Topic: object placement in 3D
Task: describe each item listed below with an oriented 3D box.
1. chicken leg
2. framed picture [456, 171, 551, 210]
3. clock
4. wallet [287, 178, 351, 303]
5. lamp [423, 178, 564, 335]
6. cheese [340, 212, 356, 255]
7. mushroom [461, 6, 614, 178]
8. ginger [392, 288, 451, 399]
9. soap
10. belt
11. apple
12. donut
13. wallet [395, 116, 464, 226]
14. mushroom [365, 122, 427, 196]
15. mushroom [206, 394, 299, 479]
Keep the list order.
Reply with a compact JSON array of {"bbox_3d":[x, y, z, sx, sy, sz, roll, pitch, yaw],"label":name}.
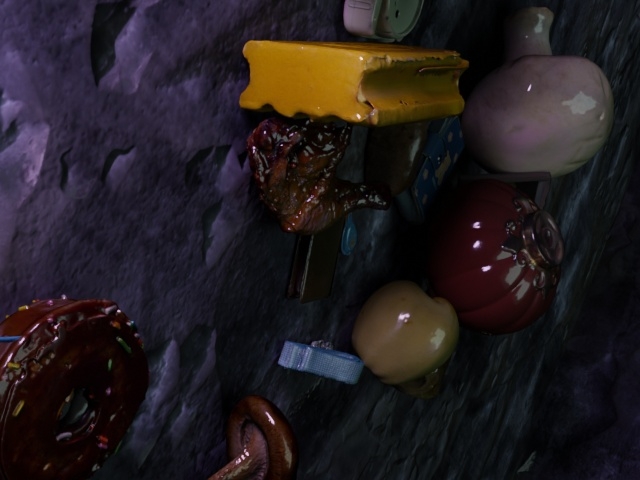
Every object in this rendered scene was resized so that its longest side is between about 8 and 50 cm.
[{"bbox_3d":[-0.004,-0.090,1.311,0.177,0.083,0.322,-39,145,-1],"label":"chicken leg"},{"bbox_3d":[0.372,-0.042,1.921,0.265,0.192,0.018,88,-3,-47],"label":"framed picture"},{"bbox_3d":[0.109,-0.381,1.411,0.191,0.062,0.152,-4,108,-61],"label":"clock"},{"bbox_3d":[0.000,0.000,1.460,0.110,0.031,0.198,-6,109,-59],"label":"wallet"},{"bbox_3d":[0.330,0.030,1.758,0.303,0.257,0.303,23,57,-40],"label":"lamp"},{"bbox_3d":[0.048,-0.023,1.548,0.047,0.017,0.111,-40,138,-50],"label":"cheese"},{"bbox_3d":[0.452,-0.279,1.843,0.315,0.315,0.356,-11,123,-59],"label":"mushroom"},{"bbox_3d":[0.214,0.186,1.860,0.219,0.123,0.270,46,55,-60],"label":"ginger"},{"bbox_3d":[0.060,-0.223,1.266,0.324,0.204,0.096,-19,119,-57],"label":"soap"},{"bbox_3d":[-0.010,0.198,1.526,0.179,0.100,0.065,24,85,-47],"label":"belt"},{"bbox_3d":[0.155,0.166,1.671,0.200,0.200,0.200,-37,136,-47],"label":"apple"},{"bbox_3d":[-0.288,0.167,0.974,0.235,0.089,0.235,-37,135,-49],"label":"donut"},{"bbox_3d":[0.206,-0.141,1.722,0.202,0.059,0.141,-59,147,-23],"label":"wallet"},{"bbox_3d":[0.130,-0.165,1.546,0.072,0.094,0.210,-14,121,-62],"label":"mushroom"},{"bbox_3d":[-0.138,0.355,1.335,0.217,0.148,0.227,-18,116,-39],"label":"mushroom"}]
